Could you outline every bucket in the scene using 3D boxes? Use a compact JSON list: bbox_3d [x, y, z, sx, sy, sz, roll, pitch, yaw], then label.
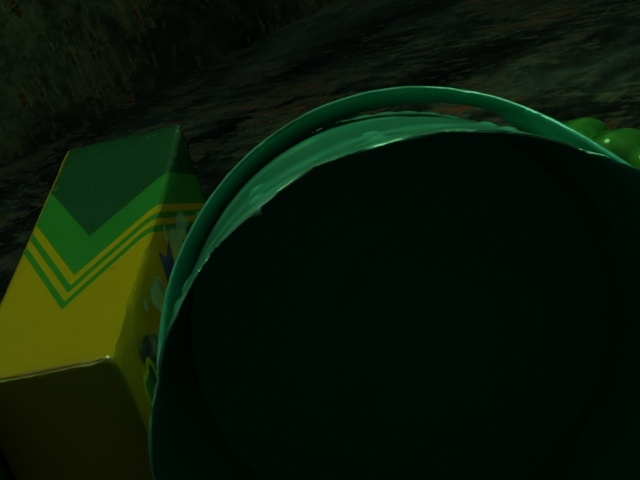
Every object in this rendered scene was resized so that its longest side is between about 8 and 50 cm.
[{"bbox_3d":[0.051,0.062,0.697,0.281,0.281,0.183,-22,13,-1],"label":"bucket"}]

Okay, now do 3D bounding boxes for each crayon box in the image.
[{"bbox_3d":[-0.105,0.096,0.810,0.083,0.203,0.323,-12,28,9],"label":"crayon box"}]

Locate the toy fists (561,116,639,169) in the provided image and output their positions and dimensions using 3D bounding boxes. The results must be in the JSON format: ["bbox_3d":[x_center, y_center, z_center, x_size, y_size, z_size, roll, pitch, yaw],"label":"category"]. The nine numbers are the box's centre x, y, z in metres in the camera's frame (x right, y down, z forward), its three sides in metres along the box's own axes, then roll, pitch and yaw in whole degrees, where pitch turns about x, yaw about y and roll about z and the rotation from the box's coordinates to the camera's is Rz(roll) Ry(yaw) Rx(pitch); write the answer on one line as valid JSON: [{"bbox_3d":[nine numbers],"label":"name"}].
[{"bbox_3d":[0.146,-0.015,1.022,0.279,0.142,0.096,-4,23,45],"label":"toy fists"}]
